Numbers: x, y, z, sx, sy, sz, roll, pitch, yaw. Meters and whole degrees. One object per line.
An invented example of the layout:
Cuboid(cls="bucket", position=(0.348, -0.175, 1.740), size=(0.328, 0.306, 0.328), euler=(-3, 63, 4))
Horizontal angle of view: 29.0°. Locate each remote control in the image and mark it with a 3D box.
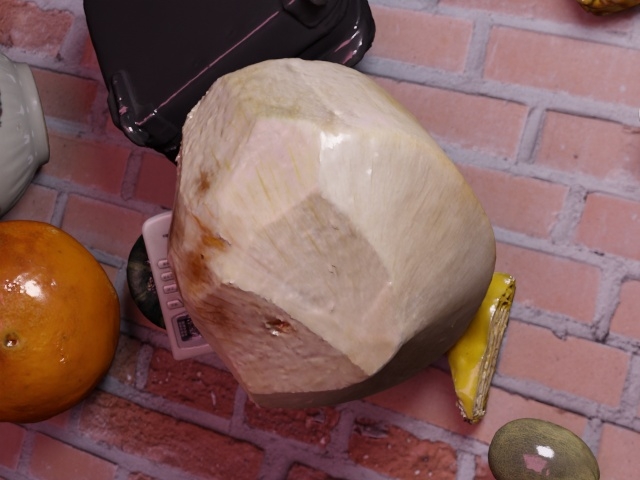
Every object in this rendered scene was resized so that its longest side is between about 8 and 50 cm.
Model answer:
Cuboid(cls="remote control", position=(-0.165, 0.053, 1.567), size=(0.087, 0.029, 0.190), euler=(-12, 99, 3))

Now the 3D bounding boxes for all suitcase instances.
Cuboid(cls="suitcase", position=(-0.130, -0.294, 1.596), size=(0.345, 0.188, 0.339), euler=(-37, 54, 19))

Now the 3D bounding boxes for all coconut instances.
Cuboid(cls="coconut", position=(0.000, 0.000, 1.393), size=(0.344, 0.415, 0.415), euler=(-32, 72, 4))

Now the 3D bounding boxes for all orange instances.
Cuboid(cls="orange", position=(-0.413, 0.113, 1.682), size=(0.283, 0.226, 0.284), euler=(-1, 99, -6))

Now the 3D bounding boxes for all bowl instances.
Cuboid(cls="bowl", position=(-0.480, -0.167, 1.767), size=(0.157, 0.337, 0.337), euler=(-13, 77, -17))

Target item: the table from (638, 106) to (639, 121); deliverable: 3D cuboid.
Cuboid(cls="table", position=(0.458, -0.151, 1.318), size=(0.198, 0.166, 0.166), euler=(-49, 67, 19))

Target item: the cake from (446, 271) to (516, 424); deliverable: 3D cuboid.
Cuboid(cls="cake", position=(0.164, 0.119, 1.497), size=(0.116, 0.079, 0.185), euler=(19, 98, 25))

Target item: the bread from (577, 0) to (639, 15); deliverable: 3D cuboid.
Cuboid(cls="bread", position=(0.375, -0.371, 1.419), size=(0.222, 0.096, 0.181), euler=(-23, 76, 25))

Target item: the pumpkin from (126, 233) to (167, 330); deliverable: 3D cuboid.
Cuboid(cls="pumpkin", position=(-0.174, 0.041, 1.643), size=(0.167, 0.125, 0.167), euler=(2, 104, 8))

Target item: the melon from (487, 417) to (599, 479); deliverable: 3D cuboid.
Cuboid(cls="melon", position=(0.257, 0.256, 1.427), size=(0.130, 0.098, 0.098), euler=(15, 92, 20))
